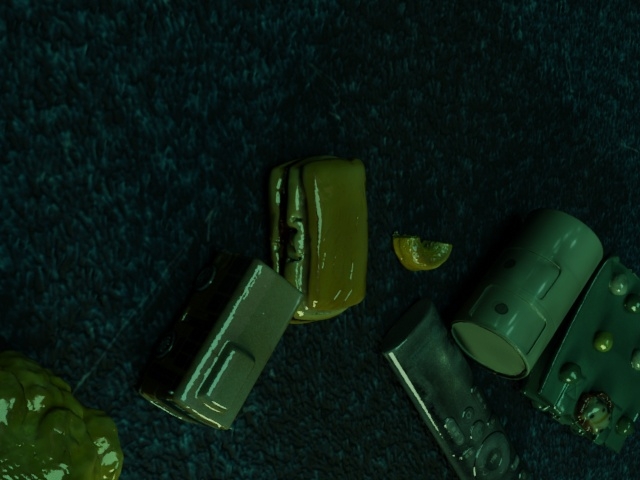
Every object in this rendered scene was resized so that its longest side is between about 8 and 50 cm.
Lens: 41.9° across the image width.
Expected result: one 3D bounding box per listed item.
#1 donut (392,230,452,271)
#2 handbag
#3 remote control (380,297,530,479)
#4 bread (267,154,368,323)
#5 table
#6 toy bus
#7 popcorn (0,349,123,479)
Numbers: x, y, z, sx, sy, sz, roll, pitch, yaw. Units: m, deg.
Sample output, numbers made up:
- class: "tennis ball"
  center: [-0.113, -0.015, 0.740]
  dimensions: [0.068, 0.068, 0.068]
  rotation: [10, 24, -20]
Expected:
- class: "donut"
  center: [0.136, 0.009, 1.111]
  dimensions: [0.067, 0.038, 0.083]
  rotation: [-48, 123, -19]
- class: "handbag"
  center: [0.461, 0.180, 1.347]
  dimensions: [0.268, 0.100, 0.274]
  rotation: [39, 72, -36]
- class: "remote control"
  center: [0.201, 0.253, 1.191]
  dimensions: [0.107, 0.044, 0.377]
  rotation: [-43, 119, -22]
- class: "bread"
  center: [0.000, 0.000, 0.986]
  dimensions: [0.116, 0.077, 0.200]
  rotation: [-9, 102, -45]
- class: "table"
  center: [0.293, 0.074, 1.185]
  dimensions: [0.220, 0.126, 0.126]
  rotation: [-49, 122, -22]
- class: "toy bus"
  center: [-0.105, 0.109, 0.893]
  dimensions: [0.091, 0.103, 0.182]
  rotation: [40, 72, -33]
- class: "popcorn"
  center: [-0.288, 0.211, 0.720]
  dimensions: [0.250, 0.190, 0.250]
  rotation: [-3, 97, -25]
